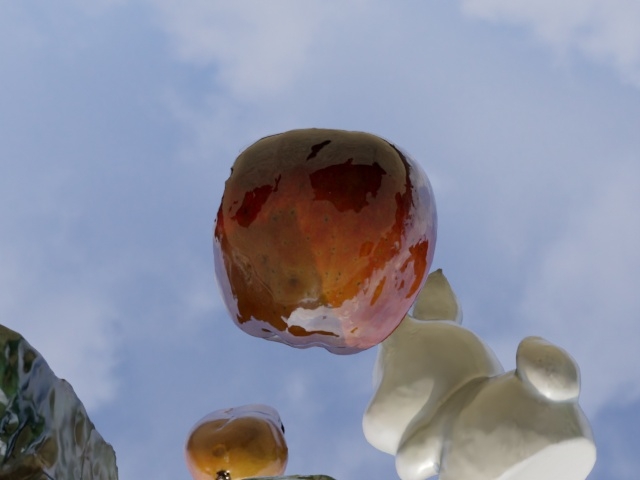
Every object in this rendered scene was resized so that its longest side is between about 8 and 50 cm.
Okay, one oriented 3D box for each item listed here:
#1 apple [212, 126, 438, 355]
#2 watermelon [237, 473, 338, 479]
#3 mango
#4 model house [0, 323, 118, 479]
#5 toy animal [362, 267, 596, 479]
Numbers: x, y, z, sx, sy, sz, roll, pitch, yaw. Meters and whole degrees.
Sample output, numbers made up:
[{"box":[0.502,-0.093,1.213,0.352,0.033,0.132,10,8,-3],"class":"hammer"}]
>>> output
[{"box":[0.005,0.002,0.840,0.147,0.156,0.158,-15,-113,42],"class":"apple"},{"box":[-0.053,0.202,0.754,0.187,0.071,0.139,-28,-177,-9],"class":"watermelon"},{"box":[-0.082,0.210,1.161,0.105,0.084,0.159,-3,180,2],"class":"mango"},{"box":[-0.317,0.237,0.804,0.298,0.243,0.284,-11,-136,13],"class":"model house"},{"box":[0.166,0.168,1.399,0.196,0.241,0.367,6,-155,-37],"class":"toy animal"}]
